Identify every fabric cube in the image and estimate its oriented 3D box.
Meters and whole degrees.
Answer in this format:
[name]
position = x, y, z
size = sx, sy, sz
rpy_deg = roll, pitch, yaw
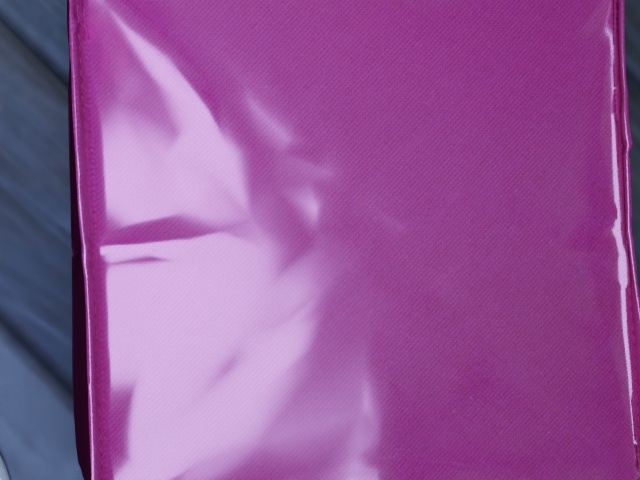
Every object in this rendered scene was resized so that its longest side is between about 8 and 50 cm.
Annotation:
[fabric cube]
position = 0.000, 0.000, 0.824
size = 0.254, 0.258, 0.259
rpy_deg = -2, 89, -8

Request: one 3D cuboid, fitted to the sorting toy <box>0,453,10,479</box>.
[sorting toy]
position = -0.240, 0.235, 0.892
size = 0.193, 0.038, 0.208
rpy_deg = -18, 92, -9
